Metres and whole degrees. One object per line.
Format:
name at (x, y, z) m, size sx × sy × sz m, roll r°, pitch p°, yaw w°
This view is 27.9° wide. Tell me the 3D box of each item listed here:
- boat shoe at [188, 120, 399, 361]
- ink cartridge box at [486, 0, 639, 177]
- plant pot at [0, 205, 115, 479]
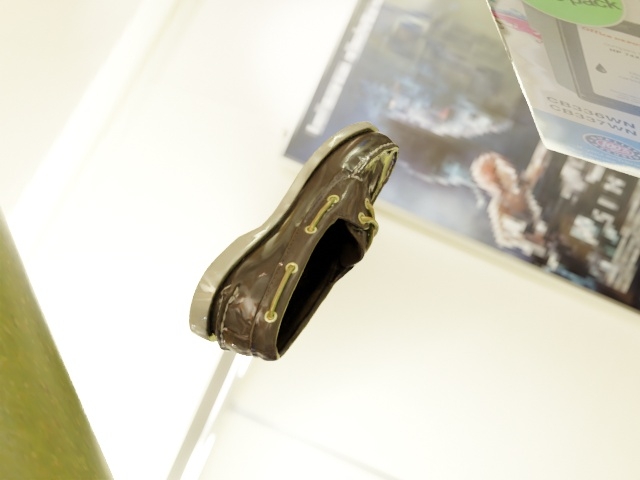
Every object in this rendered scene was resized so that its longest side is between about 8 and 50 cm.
boat shoe at (0.000, 0.000, 0.908) m, size 0.228 × 0.068 × 0.081 m, roll -49°, pitch -28°, yaw -35°
ink cartridge box at (0.192, -0.140, 0.503) m, size 0.197 × 0.198 × 0.270 m, roll -66°, pitch -24°, yaw -9°
plant pot at (-0.167, 0.096, 0.384) m, size 0.276 × 0.276 × 0.254 m, roll 109°, pitch 145°, yaw -59°
